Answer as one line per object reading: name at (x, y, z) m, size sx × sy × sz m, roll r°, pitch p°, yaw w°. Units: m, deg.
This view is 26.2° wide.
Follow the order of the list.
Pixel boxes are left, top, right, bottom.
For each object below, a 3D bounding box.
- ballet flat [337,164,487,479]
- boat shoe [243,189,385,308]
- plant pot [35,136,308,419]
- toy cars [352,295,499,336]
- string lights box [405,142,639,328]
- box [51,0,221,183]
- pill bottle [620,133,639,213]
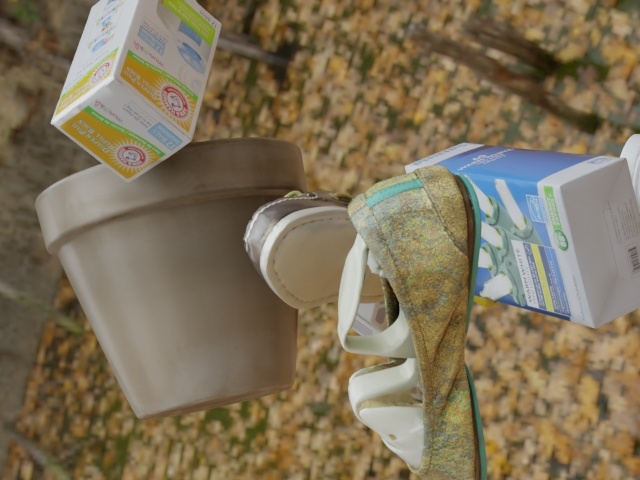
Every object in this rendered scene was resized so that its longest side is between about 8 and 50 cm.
ballet flat at (0.073, 0.095, 1.147) m, size 0.123 × 0.123 × 0.348 m, roll -120°, pitch 19°, yaw -52°
boat shoe at (0.000, 0.000, 1.445) m, size 0.097 × 0.324 × 0.116 m, roll 38°, pitch 103°, yaw 24°
plant pot at (-0.154, 0.057, 1.629) m, size 0.323 × 0.323 × 0.280 m, roll -25°, pitch 74°, yaw 55°
toy cars at (0.124, 0.031, 1.743) m, size 0.394 × 0.087 × 0.176 m, roll -28°, pitch 86°, yaw 49°
string lights box at (0.188, -0.012, 1.271) m, size 0.260 × 0.077 × 0.133 m, roll 13°, pitch 123°, yaw 63°
box at (-0.193, -0.180, 1.472) m, size 0.103 × 0.114 × 0.203 m, roll -30°, pitch 34°, yaw 33°
pill bottle at (0.622, -0.077, 2.084) m, size 0.323 × 0.181 × 0.181 m, roll 12°, pitch 88°, yaw 31°
